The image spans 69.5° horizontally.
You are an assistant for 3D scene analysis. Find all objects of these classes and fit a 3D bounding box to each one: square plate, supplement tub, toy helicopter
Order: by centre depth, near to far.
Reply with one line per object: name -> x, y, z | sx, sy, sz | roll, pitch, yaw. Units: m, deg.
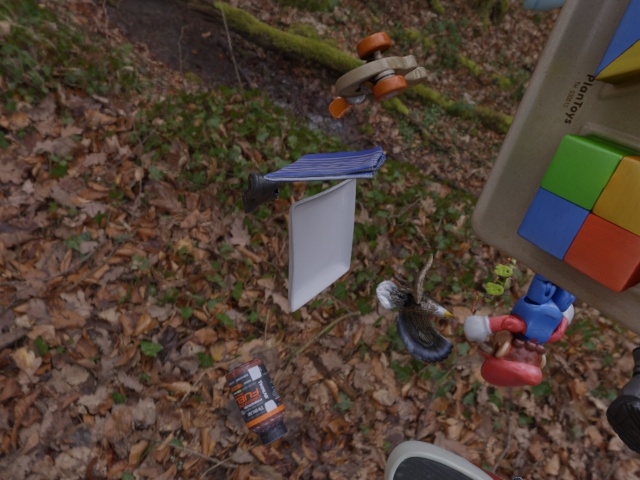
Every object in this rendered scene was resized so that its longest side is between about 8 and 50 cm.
supplement tub -> -0.155, 0.406, 1.164 | 0.106, 0.106, 0.197 | -20, 74, -31
toy helicopter -> 0.169, -0.424, 1.241 | 0.355, 0.235, 0.140 | -22, 91, -47
square plate -> 0.000, 0.000, 1.432 | 0.049, 0.347, 0.344 | 17, 29, 29

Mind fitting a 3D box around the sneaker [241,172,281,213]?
sneaker -> -0.228, -0.174, 1.775 | 0.130, 0.286, 0.108 | -5, 80, -22

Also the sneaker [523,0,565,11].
sneaker -> 0.494, -0.708, 1.036 | 0.150, 0.365, 0.135 | -10, 10, 13

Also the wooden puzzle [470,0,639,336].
wooden puzzle -> 0.291, -0.056, 0.299 | 0.081, 0.322, 0.348 | -11, 37, -42

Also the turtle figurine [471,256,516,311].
turtle figurine -> 0.634, 0.161, 1.649 | 0.087, 0.269, 0.217 | 41, 8, 20

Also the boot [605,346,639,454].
boot -> 0.736, 0.404, 0.941 | 0.223, 0.118, 0.338 | -30, 93, -37

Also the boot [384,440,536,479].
boot -> 0.180, 0.275, 0.486 | 0.244, 0.176, 0.088 | 30, 95, 9

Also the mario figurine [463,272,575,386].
mario figurine -> 0.434, 0.167, 1.002 | 0.198, 0.320, 0.170 | 28, 11, 18

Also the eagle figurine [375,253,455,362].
eagle figurine -> 0.335, 0.232, 1.498 | 0.226, 0.298, 0.225 | -31, 45, -7

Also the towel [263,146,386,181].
towel -> 0.027, -0.187, 1.117 | 0.243, 0.040, 0.336 | -2, 16, 12
